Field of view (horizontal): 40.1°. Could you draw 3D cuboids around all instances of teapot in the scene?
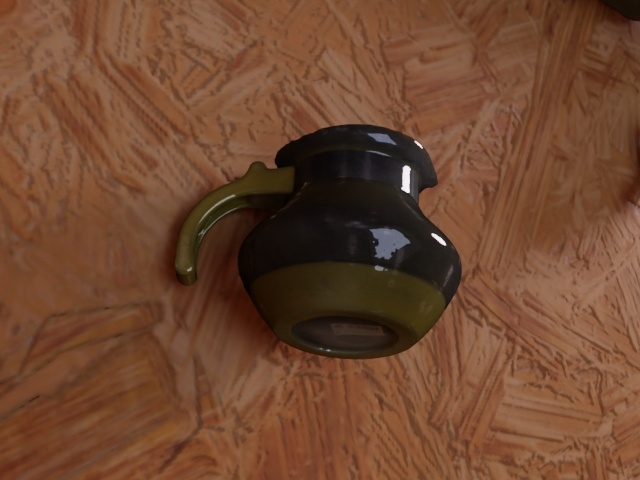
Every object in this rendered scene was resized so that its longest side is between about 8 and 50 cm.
[{"bbox_3d":[0.000,0.000,0.519,0.166,0.130,0.119,5,63,-2],"label":"teapot"}]

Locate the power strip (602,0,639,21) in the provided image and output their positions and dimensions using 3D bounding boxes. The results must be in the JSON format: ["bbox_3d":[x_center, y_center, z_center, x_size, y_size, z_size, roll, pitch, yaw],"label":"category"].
[{"bbox_3d":[0.253,-0.343,0.733,0.230,0.141,0.260,19,88,-30],"label":"power strip"}]
